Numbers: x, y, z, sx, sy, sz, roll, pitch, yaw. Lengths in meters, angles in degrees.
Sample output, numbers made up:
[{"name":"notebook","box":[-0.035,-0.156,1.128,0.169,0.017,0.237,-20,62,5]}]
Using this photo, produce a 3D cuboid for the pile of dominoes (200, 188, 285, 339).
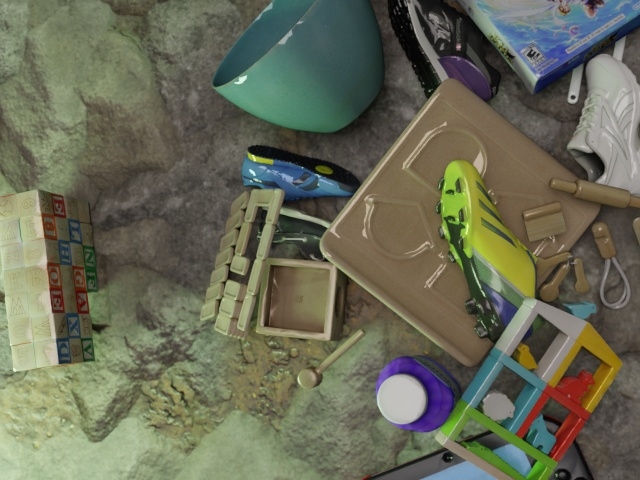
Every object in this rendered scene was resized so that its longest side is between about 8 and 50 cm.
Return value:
[{"name":"pile of dominoes","box":[-0.123,0.036,1.440,0.040,0.196,0.251,17,87,-28]}]

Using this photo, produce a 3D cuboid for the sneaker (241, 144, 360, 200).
[{"name":"sneaker","box":[-0.035,-0.100,1.474,0.209,0.069,0.082,15,116,8]}]

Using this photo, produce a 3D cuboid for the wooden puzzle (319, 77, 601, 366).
[{"name":"wooden puzzle","box":[0.219,-0.028,1.356,0.322,0.080,0.348,38,89,-5]}]

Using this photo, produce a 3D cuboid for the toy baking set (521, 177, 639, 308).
[{"name":"toy baking set","box":[0.425,0.008,1.317,0.256,0.030,0.197,8,108,-5]}]

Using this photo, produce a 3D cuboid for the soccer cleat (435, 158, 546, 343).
[{"name":"soccer cleat","box":[0.259,0.013,1.281,0.121,0.093,0.289,-19,94,-15]}]

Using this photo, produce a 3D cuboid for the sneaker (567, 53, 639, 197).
[{"name":"sneaker","box":[0.435,-0.175,1.323,0.115,0.090,0.232,-8,84,-14]}]

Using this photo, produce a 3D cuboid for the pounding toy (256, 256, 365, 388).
[{"name":"pounding toy","box":[-0.005,0.139,1.416,0.181,0.094,0.206,4,85,15]}]

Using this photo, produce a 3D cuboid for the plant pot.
[{"name":"plant pot","box":[-0.009,-0.290,1.398,0.290,0.290,0.195,-45,113,5]}]

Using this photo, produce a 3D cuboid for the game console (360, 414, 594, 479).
[{"name":"game console","box":[0.261,0.482,1.332,0.386,0.060,0.342,-24,78,11]}]

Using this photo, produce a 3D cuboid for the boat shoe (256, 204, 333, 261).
[{"name":"boat shoe","box":[0.000,0.000,1.440,0.233,0.084,0.079,17,93,20]}]

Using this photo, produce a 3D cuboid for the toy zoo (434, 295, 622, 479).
[{"name":"toy zoo","box":[0.321,0.215,1.254,0.192,0.030,0.293,35,88,-20]}]

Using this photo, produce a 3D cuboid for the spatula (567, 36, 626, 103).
[{"name":"spatula","box":[0.493,-0.333,1.387,0.168,0.019,0.242,10,86,14]}]

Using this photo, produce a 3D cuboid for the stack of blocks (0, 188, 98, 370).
[{"name":"stack of blocks","box":[-0.469,0.072,1.497,0.087,0.171,0.297,-11,82,12]}]

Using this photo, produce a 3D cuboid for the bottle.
[{"name":"bottle","box":[0.142,0.228,1.273,0.118,0.283,0.092,37,93,16]}]

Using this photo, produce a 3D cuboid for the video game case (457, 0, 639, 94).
[{"name":"video game case","box":[0.379,-0.404,1.364,0.269,0.061,0.244,-33,72,-4]}]

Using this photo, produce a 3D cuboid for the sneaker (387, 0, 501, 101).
[{"name":"sneaker","box":[0.206,-0.347,1.433,0.124,0.107,0.283,-20,79,-9]}]
